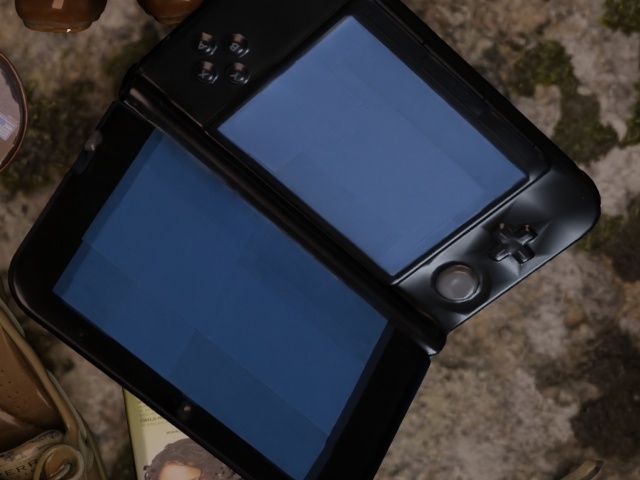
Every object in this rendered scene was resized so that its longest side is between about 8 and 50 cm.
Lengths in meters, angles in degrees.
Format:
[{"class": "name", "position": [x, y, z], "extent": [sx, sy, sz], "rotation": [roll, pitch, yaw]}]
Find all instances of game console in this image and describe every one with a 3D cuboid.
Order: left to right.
[{"class": "game console", "position": [0.000, 0.000, 1.145], "extent": [0.293, 0.173, 0.250], "rotation": [40, 121, -22]}]

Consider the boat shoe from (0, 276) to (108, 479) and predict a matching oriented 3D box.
[{"class": "boat shoe", "position": [-0.220, 0.113, 1.201], "extent": [0.104, 0.089, 0.285], "rotation": [-27, 101, -4]}]

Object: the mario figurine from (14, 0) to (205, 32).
[{"class": "mario figurine", "position": [-0.140, -0.289, 1.114], "extent": [0.198, 0.170, 0.321], "rotation": [-19, 111, -40]}]

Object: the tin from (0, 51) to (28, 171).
[{"class": "tin", "position": [-0.280, -0.111, 1.191], "extent": [0.189, 0.040, 0.106], "rotation": [38, 87, -11]}]

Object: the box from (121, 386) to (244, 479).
[{"class": "box", "position": [-0.091, 0.120, 1.238], "extent": [0.087, 0.058, 0.232], "rotation": [-10, 98, -8]}]

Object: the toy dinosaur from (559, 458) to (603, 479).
[{"class": "toy dinosaur", "position": [0.119, 0.279, 1.291], "extent": [0.118, 0.064, 0.268], "rotation": [9, 94, -16]}]
